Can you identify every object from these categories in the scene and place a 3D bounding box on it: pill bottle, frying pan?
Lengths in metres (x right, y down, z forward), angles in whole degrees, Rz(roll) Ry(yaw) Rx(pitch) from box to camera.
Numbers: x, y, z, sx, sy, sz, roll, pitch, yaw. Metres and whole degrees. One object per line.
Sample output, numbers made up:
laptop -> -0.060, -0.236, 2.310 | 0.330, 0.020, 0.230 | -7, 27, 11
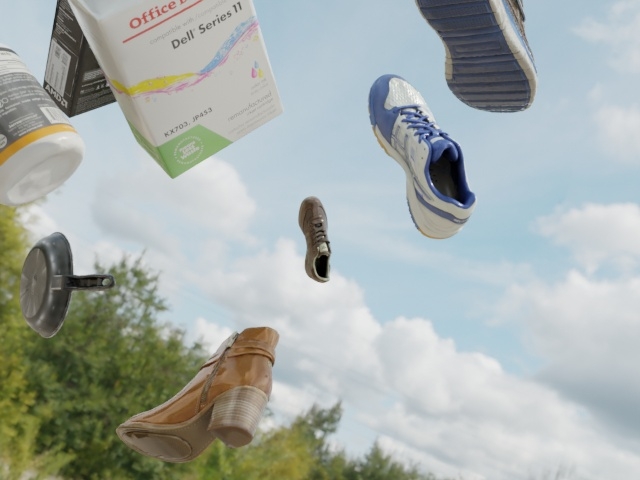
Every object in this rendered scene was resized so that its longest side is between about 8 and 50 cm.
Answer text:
pill bottle -> -0.503, -0.203, 1.288 | 0.278, 0.162, 0.162 | 51, -16, 8
frying pan -> -0.469, 0.100, 1.493 | 0.053, 0.197, 0.326 | 9, 13, -38

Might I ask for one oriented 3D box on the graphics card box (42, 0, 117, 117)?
graphics card box -> -0.372, -0.418, 1.547 | 0.094, 0.233, 0.370 | 41, -46, 15

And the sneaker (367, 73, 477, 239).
sneaker -> 0.176, -0.155, 1.355 | 0.296, 0.112, 0.131 | 66, -22, 12

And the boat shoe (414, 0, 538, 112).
boat shoe -> 0.118, -0.154, 0.587 | 0.066, 0.066, 0.183 | 5, -20, 23

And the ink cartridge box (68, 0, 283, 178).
ink cartridge box -> -0.196, -0.278, 1.126 | 0.119, 0.207, 0.353 | 45, -18, 37

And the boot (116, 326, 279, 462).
boot -> -0.139, 0.180, 1.001 | 0.197, 0.152, 0.073 | -11, -50, 23

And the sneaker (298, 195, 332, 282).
sneaker -> 0.000, 0.000, 1.785 | 0.071, 0.066, 0.188 | 29, -51, 58
